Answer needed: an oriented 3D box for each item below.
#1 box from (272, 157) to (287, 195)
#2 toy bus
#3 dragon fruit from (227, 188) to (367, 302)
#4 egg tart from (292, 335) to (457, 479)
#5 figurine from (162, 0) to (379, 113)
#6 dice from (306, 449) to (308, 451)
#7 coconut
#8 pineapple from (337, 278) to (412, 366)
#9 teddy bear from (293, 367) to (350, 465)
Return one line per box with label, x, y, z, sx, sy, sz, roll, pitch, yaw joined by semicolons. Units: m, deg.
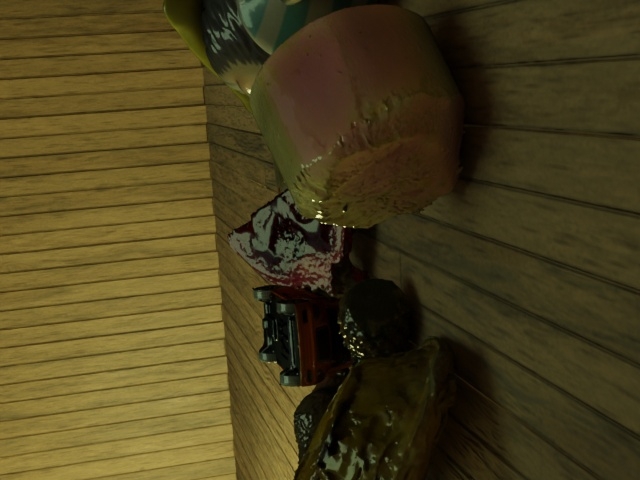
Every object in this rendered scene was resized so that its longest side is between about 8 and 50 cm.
box;-0.055;-0.176;1.877;0.141;0.058;0.201;127;136;-71
toy bus;-0.023;0.155;1.686;0.329;0.153;0.143;-169;75;-78
dragon fruit;0.000;0.000;1.561;0.262;0.134;0.212;-30;77;37
egg tart;0.058;0.255;1.209;0.341;0.129;0.341;-64;-2;-4
figurine;0.014;-0.368;1.347;0.377;0.266;0.361;5;73;45
dice;0.062;0.368;1.436;0.146;0.146;0.143;-162;65;-75
coconut;0.044;-0.153;1.123;0.233;0.233;0.245;102;153;-52
pineapple;0.083;0.147;1.383;0.108;0.108;0.198;-111;7;-48
teddy bear;0.013;0.304;1.606;0.129;0.182;0.251;45;-154;-24
